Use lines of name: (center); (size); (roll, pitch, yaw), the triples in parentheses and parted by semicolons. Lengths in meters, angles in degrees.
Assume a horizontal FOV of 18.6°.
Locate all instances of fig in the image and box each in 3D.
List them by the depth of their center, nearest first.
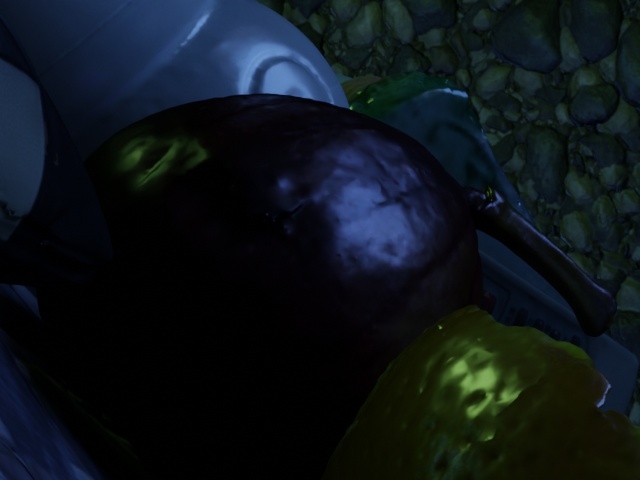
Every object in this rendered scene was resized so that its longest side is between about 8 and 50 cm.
fig: (0.004, 0.007, 0.891); (0.204, 0.249, 0.186); (42, -26, 30)

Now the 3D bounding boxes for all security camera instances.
security camera: (-0.090, -0.056, 1.037); (0.236, 0.194, 0.194); (50, 2, -15)

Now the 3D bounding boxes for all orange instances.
orange: (0.105, 0.172, 0.743); (0.334, 0.196, 0.262); (36, 26, -60)

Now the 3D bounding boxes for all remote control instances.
remote control: (0.112, 0.081, 1.283); (0.285, 0.123, 0.038); (33, -8, -41)

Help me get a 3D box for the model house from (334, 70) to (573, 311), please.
model house: (0.000, 0.000, 1.437); (0.325, 0.194, 0.267); (23, -31, 59)

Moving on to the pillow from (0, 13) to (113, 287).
pillow: (-0.170, -0.063, 0.558); (0.186, 0.106, 0.250); (41, 4, 18)
